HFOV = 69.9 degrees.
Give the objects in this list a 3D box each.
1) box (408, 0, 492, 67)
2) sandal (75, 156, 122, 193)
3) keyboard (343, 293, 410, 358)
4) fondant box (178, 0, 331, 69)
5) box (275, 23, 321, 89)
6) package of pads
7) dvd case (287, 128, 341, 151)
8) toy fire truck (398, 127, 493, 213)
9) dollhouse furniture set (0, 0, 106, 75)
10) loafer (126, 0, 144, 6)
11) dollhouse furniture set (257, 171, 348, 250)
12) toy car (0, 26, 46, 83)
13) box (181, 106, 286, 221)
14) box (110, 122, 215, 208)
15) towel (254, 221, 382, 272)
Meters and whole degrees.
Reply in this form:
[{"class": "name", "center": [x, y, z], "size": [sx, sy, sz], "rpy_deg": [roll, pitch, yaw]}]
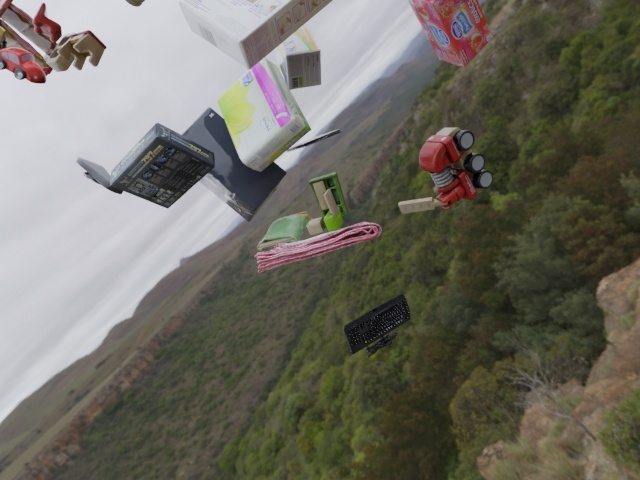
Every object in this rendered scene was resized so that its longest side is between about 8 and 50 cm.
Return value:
[{"class": "box", "center": [0.381, -0.651, 1.340], "size": [0.128, 0.257, 0.122], "rpy_deg": [-47, 45, 5]}, {"class": "sandal", "center": [-0.771, -0.219, 1.573], "size": [0.054, 0.254, 0.097], "rpy_deg": [-58, -33, 5]}, {"class": "keyboard", "center": [0.147, 0.206, 1.074], "size": [0.192, 0.100, 0.038], "rpy_deg": [-24, 12, -28]}, {"class": "fondant box", "center": [-0.150, -0.612, 1.156], "size": [0.330, 0.238, 0.096], "rpy_deg": [-45, -22, -12]}, {"class": "box", "center": [-0.072, -0.567, 1.391], "size": [0.114, 0.103, 0.203], "rpy_deg": [88, 167, -50]}, {"class": "package of pads", "center": [-0.187, -0.389, 1.421], "size": [0.229, 0.296, 0.101], "rpy_deg": [-37, -28, 21]}, {"class": "dvd case", "center": [-0.033, -0.400, 1.837], "size": [0.165, 0.018, 0.221], "rpy_deg": [-26, 15, -19]}, {"class": "toy fire truck", "center": [0.347, -0.186, 1.365], "size": [0.246, 0.217, 0.158], "rpy_deg": [-41, 26, -9]}, {"class": "dollhouse furniture set", "center": [-0.815, -0.623, 1.358], "size": [0.374, 0.201, 0.152], "rpy_deg": [5, 66, 32]}, {"class": "loafer", "center": [-0.544, -0.820, 1.309], "size": [0.092, 0.268, 0.102], "rpy_deg": [-9, 15, 21]}, {"class": "dollhouse furniture set", "center": [-0.080, -0.098, 1.557], "size": [0.302, 0.151, 0.197], "rpy_deg": [-14, 19, 21]}, {"class": "toy car", "center": [-0.699, -0.401, 0.906], "size": [0.225, 0.239, 0.053], "rpy_deg": [-7, -49, -59]}, {"class": "box", "center": [-0.325, -0.257, 1.651], "size": [0.179, 0.343, 0.312], "rpy_deg": [-52, 6, -13]}, {"class": "box", "center": [-0.436, -0.198, 1.267], "size": [0.233, 0.183, 0.059], "rpy_deg": [-35, 52, 28]}, {"class": "towel", "center": [0.000, 0.000, 0.975], "size": [0.237, 0.037, 0.329], "rpy_deg": [-16, 3, 3]}]
